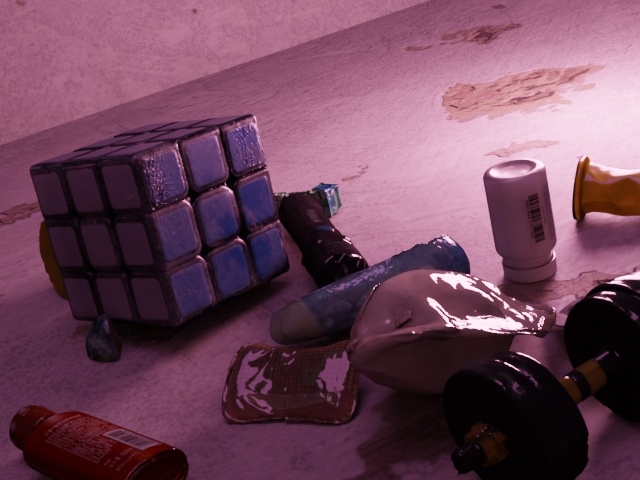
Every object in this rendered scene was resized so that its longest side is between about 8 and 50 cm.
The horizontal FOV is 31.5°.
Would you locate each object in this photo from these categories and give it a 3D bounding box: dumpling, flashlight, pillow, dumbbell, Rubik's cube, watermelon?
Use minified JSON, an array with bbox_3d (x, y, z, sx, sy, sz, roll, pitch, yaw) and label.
[{"bbox_3d":[0.183,0.119,1.550,0.260,0.341,0.181,-10,63,21],"label":"dumpling"},{"bbox_3d":[0.000,0.000,2.091,0.103,0.103,0.424,-16,22,-7],"label":"flashlight"},{"bbox_3d":[-0.043,0.207,1.648,0.211,0.034,0.135,-4,58,21],"label":"pillow"},{"bbox_3d":[0.309,0.177,1.373,0.388,0.185,0.185,-27,26,-28],"label":"dumbbell"},{"bbox_3d":[-0.280,-0.040,2.006,0.303,0.305,0.301,-2,16,43],"label":"Rubik's cube"},{"bbox_3d":[-0.364,0.168,1.948,0.085,0.085,0.061,5,-6,37],"label":"watermelon"}]

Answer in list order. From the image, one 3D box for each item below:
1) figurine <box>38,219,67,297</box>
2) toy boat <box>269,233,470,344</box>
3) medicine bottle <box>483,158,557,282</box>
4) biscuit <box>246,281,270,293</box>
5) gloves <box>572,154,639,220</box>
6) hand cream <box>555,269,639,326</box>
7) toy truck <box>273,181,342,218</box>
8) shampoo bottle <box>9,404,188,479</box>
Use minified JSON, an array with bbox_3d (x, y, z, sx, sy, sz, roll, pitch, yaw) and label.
[{"bbox_3d":[-0.379,0.001,2.273,0.315,0.168,0.187,-14,-8,-31],"label":"figurine"},{"bbox_3d":[0.086,0.101,1.772,0.330,0.123,0.215,-22,-5,-16],"label":"toy boat"},{"bbox_3d":[0.329,-0.032,1.853,0.102,0.187,0.103,-12,22,5],"label":"medicine bottle"},{"bbox_3d":[-0.131,0.079,2.076,0.091,0.015,0.078,7,27,45],"label":"biscuit"},{"bbox_3d":[0.594,-0.079,1.967,0.294,0.116,0.133,6,55,20],"label":"gloves"},{"bbox_3d":[0.483,0.074,1.640,0.314,0.089,0.140,-14,1,5],"label":"hand cream"},{"bbox_3d":[-0.041,-0.079,2.348,0.175,0.067,0.081,-3,18,31],"label":"toy truck"},{"bbox_3d":[-0.324,0.298,1.584,0.314,0.076,0.118,8,32,43],"label":"shampoo bottle"}]
